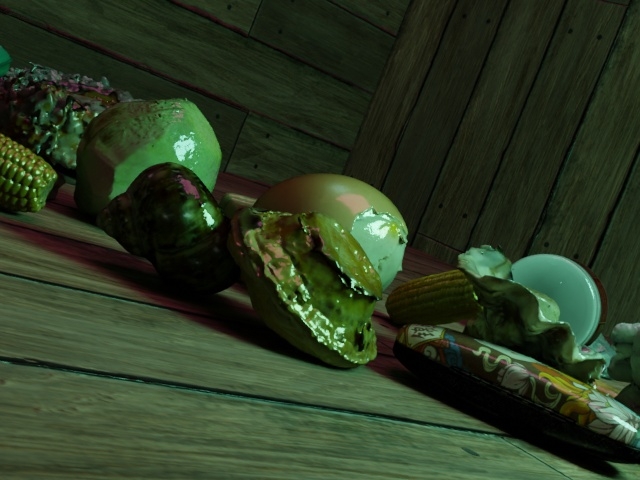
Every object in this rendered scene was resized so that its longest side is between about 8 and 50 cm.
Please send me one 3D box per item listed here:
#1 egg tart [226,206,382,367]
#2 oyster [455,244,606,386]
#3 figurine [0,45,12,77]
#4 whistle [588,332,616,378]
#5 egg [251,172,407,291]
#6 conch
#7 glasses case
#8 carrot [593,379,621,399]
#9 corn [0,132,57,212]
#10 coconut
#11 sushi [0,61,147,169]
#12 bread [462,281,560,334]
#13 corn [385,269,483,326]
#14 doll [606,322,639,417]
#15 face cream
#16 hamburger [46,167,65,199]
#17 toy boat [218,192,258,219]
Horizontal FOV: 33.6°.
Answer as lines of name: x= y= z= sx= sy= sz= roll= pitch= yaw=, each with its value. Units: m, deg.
egg tart: x=-0.004 y=0.040 z=1.235 sx=0.241 sy=0.106 sz=0.241 roll=43 pitch=20 yaw=-20
oyster: x=0.258 y=0.121 z=1.411 sx=0.238 sy=0.115 sz=0.351 roll=49 pitch=-13 yaw=8
figurine: x=-0.627 y=-0.252 z=1.584 sx=0.324 sy=0.231 sz=0.340 roll=-6 pitch=22 yaw=-16
whistle: x=0.497 y=0.160 z=2.226 sx=0.348 sy=0.189 sz=0.189 roll=37 pitch=13 yaw=32
egg: x=0.000 y=0.000 z=1.510 sx=0.244 sy=0.201 sz=0.201 roll=23 pitch=5 yaw=35
conch: x=-0.169 y=-0.008 z=1.281 sx=0.181 sy=0.124 sz=0.187 roll=35 pitch=-16 yaw=-4
glasses case: x=0.237 y=0.179 z=1.262 sx=0.321 sy=0.082 sz=0.122 roll=23 pitch=5 yaw=19
carrot: x=0.465 y=0.262 z=1.597 sx=0.224 sy=0.057 sz=0.057 roll=29 pitch=7 yaw=23
corn: x=-0.482 y=-0.122 z=1.329 sx=0.305 sy=0.106 sz=0.106 roll=21 pitch=5 yaw=-13
coconut: x=-0.267 y=-0.111 z=1.579 sx=0.236 sy=0.236 sz=0.204 roll=25 pitch=-17 yaw=36
sushi: x=-0.473 y=-0.218 z=2.055 sx=0.418 sy=0.175 sz=0.417 roll=20 pitch=13 yaw=-5
bread: x=0.299 y=0.136 z=1.668 sx=0.134 sy=0.141 sz=0.148 roll=20 pitch=6 yaw=-10
corn: x=0.192 y=0.091 z=1.652 sx=0.081 sy=0.081 sz=0.248 roll=19 pitch=-19 yaw=-28
doll: x=0.425 y=0.202 z=1.366 sx=0.095 sy=0.192 sz=0.149 roll=-1 pitch=17 yaw=-14
face cream: x=0.449 y=0.128 z=2.061 sx=0.201 sy=0.201 sz=0.187 roll=23 pitch=6 yaw=22
hamburger: x=-0.437 y=-0.097 z=1.578 sx=0.084 sy=0.054 sz=0.121 roll=18 pitch=2 yaw=7
toy boat: x=-0.076 y=0.005 z=1.648 sx=0.188 sy=0.116 sz=0.061 roll=16 pitch=11 yaw=-25
